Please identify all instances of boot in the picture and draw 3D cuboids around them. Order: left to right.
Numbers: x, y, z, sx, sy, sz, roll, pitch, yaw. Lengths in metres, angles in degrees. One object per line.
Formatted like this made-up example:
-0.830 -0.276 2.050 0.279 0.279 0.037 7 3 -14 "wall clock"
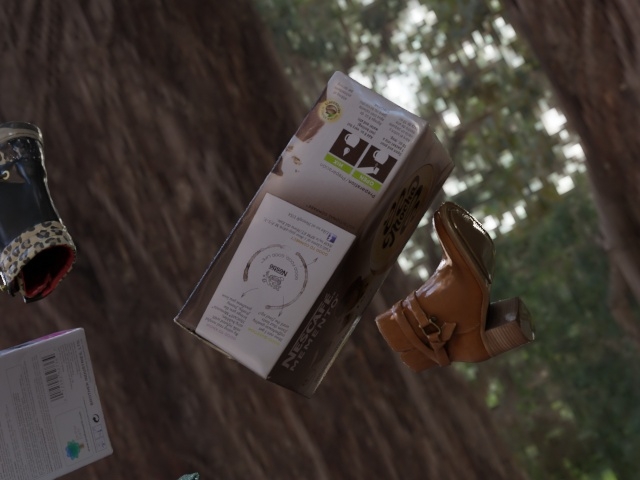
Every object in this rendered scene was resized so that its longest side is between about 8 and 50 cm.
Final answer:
-0.368 0.004 1.692 0.085 0.178 0.236 14 -49 -48 "boot"
0.125 0.059 1.658 0.152 0.197 0.073 -19 24 27 "boot"

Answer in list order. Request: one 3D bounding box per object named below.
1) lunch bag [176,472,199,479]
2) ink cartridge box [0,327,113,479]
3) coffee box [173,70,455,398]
-0.205 0.412 1.943 0.279 0.224 0.108 4 -20 -42 "lunch bag"
-0.418 0.243 2.034 0.065 0.186 0.311 -9 6 35 "ink cartridge box"
0.000 0.000 1.557 0.297 0.119 0.168 -57 -19 -3 "coffee box"
